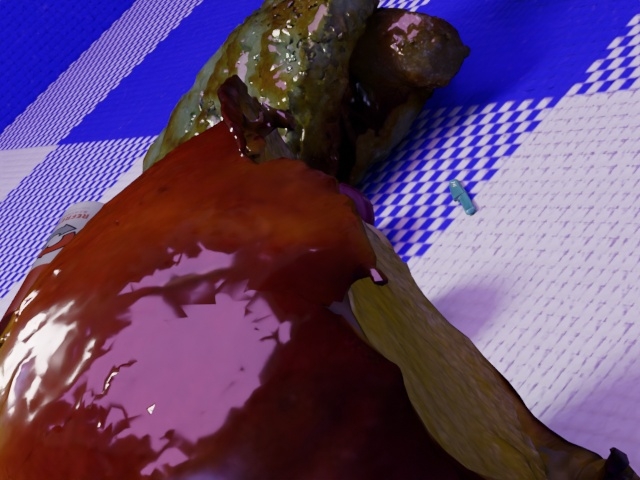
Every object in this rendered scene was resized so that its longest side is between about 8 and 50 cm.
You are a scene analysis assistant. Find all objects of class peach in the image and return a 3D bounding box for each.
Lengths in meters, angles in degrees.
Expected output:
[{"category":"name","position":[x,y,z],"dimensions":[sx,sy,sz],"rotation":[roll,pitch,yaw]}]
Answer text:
[{"category":"peach","position":[-0.020,0.105,0.921],"dimensions":[0.353,0.339,0.416],"rotation":[-25,20,37]}]

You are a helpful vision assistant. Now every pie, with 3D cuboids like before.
[{"category":"pie","position":[-0.064,-0.112,1.730],"dimensions":[0.418,0.180,0.395],"rotation":[-47,20,4]}]

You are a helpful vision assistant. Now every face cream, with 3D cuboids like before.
[{"category":"face cream","position":[-0.289,0.051,1.917],"dimensions":[0.096,0.096,0.214],"rotation":[-30,22,30]}]

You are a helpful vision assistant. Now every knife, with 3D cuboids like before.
[{"category":"knife","position":[0.123,-0.039,1.462],"dimensions":[0.014,0.005,0.091],"rotation":[-37,19,8]}]

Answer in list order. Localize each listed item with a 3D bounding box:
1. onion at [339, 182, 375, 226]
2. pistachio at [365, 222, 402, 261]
[{"category":"onion","position":[0.000,0.000,1.493],"dimensions":[0.115,0.115,0.104],"rotation":[-37,63,13]},{"category":"pistachio","position":[-0.020,0.065,1.298],"dimensions":[0.200,0.145,0.117],"rotation":[-46,18,10]}]
